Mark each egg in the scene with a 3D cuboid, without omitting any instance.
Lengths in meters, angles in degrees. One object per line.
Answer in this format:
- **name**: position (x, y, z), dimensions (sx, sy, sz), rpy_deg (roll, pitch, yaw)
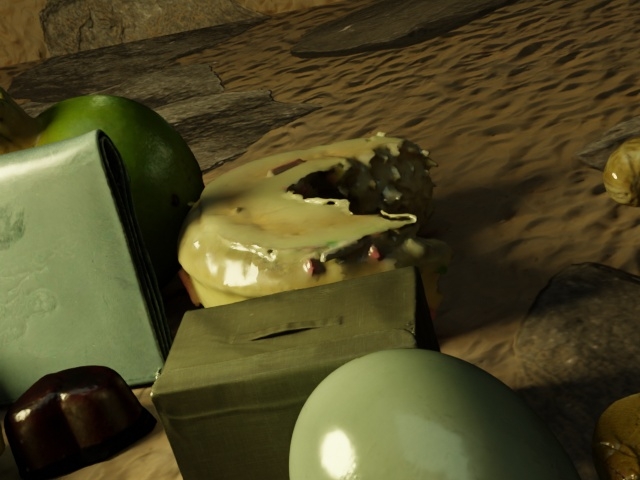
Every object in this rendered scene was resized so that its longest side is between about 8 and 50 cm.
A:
- **egg**: position (0.085, 0.181, 0.798), dimensions (0.183, 0.182, 0.264), rpy_deg (-27, 35, -22)

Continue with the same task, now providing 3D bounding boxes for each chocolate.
- **chocolate**: position (-0.255, 0.172, 1.179), dimensions (0.149, 0.080, 0.125), rpy_deg (-20, 24, -3)

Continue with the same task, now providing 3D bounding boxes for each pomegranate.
- **pomegranate**: position (-0.313, -0.037, 1.378), dimensions (0.310, 0.358, 0.216), rpy_deg (-32, 40, 20)

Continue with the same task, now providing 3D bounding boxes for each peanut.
- **peanut**: position (0.411, -0.099, 1.343), dimensions (0.193, 0.089, 0.089), rpy_deg (-34, 28, -33)

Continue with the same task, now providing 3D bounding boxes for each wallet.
- **wallet**: position (-0.309, 0.036, 1.263), dimensions (0.251, 0.290, 0.054), rpy_deg (-9, 12, 17)

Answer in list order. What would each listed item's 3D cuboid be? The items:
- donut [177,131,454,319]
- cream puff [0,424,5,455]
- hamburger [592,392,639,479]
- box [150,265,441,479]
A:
- **donut**: position (-0.007, 0.004, 1.286), dimensions (0.308, 0.150, 0.371), rpy_deg (-7, 23, 5)
- **cream puff**: position (-0.433, 0.218, 1.097), dimensions (0.244, 0.196, 0.244), rpy_deg (-22, 46, 25)
- **hamburger**: position (0.283, 0.174, 0.763), dimensions (0.190, 0.122, 0.215), rpy_deg (-14, 18, -11)
- **box**: position (-0.009, 0.135, 1.002), dimensions (0.231, 0.155, 0.149), rpy_deg (-13, 23, 11)
